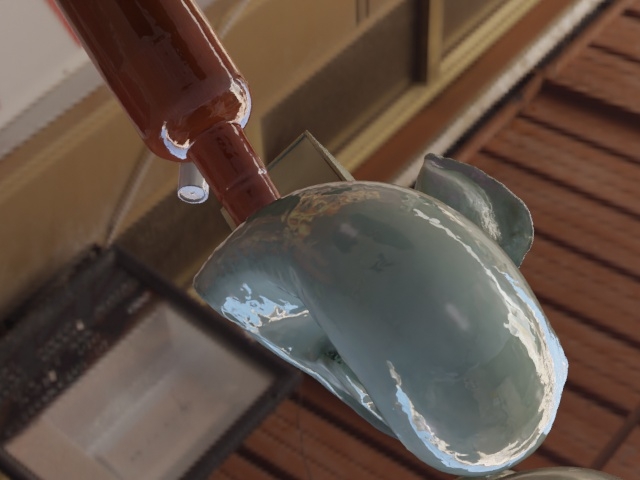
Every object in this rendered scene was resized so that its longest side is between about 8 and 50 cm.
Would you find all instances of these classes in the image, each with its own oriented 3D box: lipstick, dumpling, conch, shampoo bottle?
[{"bbox_3d":[-0.156,-0.115,1.725,0.040,0.040,0.141,0,-122,2],"label":"lipstick"},{"bbox_3d":[0.184,-0.012,1.762,0.149,0.105,0.216,-1,-102,-20],"label":"dumpling"},{"bbox_3d":[0.034,0.047,0.730,0.121,0.185,0.221,-35,-141,-29],"label":"conch"},{"bbox_3d":[-0.098,-0.108,0.885,0.085,0.085,0.244,-26,-106,-20],"label":"shampoo bottle"}]

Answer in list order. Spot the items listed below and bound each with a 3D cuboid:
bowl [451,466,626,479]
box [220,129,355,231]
[{"bbox_3d":[0.127,0.254,0.941,0.289,0.289,0.146,-21,-136,-16],"label":"bowl"},{"bbox_3d":[0.000,0.000,1.393,0.129,0.086,0.225,-42,-146,6],"label":"box"}]
